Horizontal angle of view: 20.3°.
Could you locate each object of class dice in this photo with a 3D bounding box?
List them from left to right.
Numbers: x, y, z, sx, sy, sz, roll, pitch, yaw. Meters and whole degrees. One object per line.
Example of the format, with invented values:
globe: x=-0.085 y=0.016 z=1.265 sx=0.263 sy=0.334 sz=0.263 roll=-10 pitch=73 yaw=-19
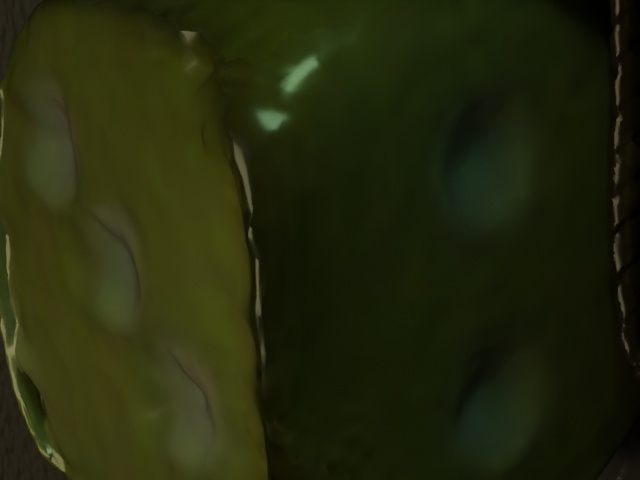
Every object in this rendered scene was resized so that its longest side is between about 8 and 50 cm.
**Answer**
dice: x=0.000 y=0.000 z=0.795 sx=0.238 sy=0.226 sz=0.233 roll=12 pitch=107 yaw=52

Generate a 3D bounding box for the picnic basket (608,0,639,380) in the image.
picnic basket: x=0.170 y=-0.032 z=0.702 sx=0.110 sy=0.055 sz=0.193 roll=9 pitch=105 yaw=44
